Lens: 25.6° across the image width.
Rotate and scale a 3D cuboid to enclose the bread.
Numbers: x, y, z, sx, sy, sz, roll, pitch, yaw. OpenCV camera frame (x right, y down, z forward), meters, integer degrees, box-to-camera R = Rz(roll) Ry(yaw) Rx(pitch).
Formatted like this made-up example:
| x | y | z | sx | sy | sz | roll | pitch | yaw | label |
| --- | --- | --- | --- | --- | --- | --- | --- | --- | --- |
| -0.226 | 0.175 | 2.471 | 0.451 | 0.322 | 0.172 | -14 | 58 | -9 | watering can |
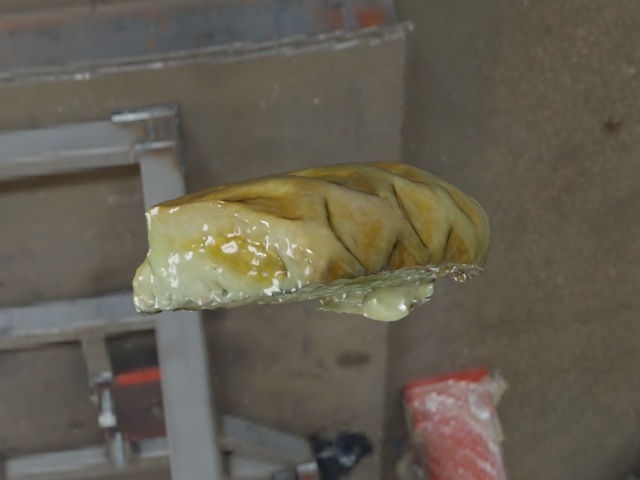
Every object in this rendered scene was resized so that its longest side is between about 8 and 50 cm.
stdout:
| x | y | z | sx | sy | sz | roll | pitch | yaw | label |
| --- | --- | --- | --- | --- | --- | --- | --- | --- | --- |
| 0.000 | 0.000 | 0.728 | 0.128 | 0.088 | 0.232 | -18 | 171 | 29 | bread |
